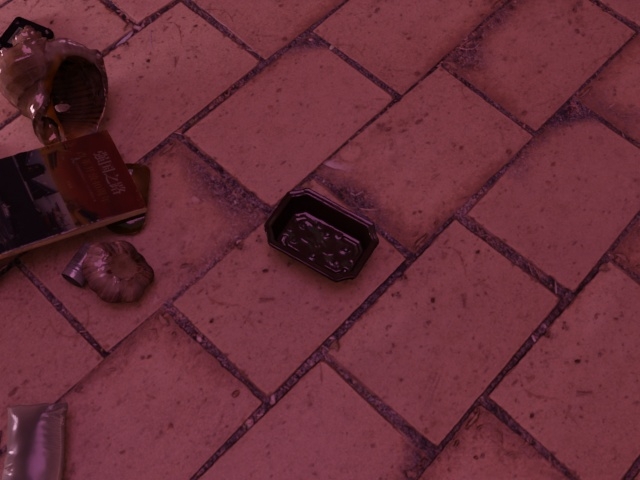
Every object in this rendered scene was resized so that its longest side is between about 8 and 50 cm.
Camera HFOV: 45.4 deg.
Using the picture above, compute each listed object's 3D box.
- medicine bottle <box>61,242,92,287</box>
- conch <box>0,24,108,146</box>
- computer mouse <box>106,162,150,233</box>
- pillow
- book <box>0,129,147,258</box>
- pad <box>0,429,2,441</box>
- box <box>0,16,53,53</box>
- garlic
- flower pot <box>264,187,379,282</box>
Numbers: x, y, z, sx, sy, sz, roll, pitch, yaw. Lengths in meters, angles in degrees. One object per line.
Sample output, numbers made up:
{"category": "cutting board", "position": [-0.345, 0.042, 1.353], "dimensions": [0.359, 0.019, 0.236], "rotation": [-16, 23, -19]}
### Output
{"category": "medicine bottle", "position": [-0.546, 0.057, 1.760], "dimensions": [0.058, 0.058, 0.091], "rotation": [26, 65, 10]}
{"category": "conch", "position": [-0.658, -0.379, 1.910], "dimensions": [0.263, 0.323, 0.186], "rotation": [-15, 20, -7]}
{"category": "computer mouse", "position": [-0.467, -0.107, 1.854], "dimensions": [0.102, 0.045, 0.198], "rotation": [3, 64, -4]}
{"category": "pillow", "position": [-0.590, 0.454, 1.551], "dimensions": [0.144, 0.078, 0.253], "rotation": [-6, 63, 5]}
{"category": "book", "position": [-0.629, -0.112, 1.778], "dimensions": [0.374, 0.028, 0.262], "rotation": [-21, 62, -23]}
{"category": "pad", "position": [-0.722, 0.485, 1.568], "dimensions": [0.113, 0.006, 0.187], "rotation": [-2, 62, -3]}
{"category": "box", "position": [-0.799, -0.539, 2.064], "dimensions": [0.125, 0.027, 0.126], "rotation": [22, 65, 8]}
{"category": "garlic", "position": [-0.461, 0.073, 1.731], "dimensions": [0.159, 0.102, 0.147], "rotation": [24, 58, -22]}
{"category": "flower pot", "position": [0.000, 0.000, 1.802], "dimensions": [0.251, 0.084, 0.178], "rotation": [29, 65, 10]}
